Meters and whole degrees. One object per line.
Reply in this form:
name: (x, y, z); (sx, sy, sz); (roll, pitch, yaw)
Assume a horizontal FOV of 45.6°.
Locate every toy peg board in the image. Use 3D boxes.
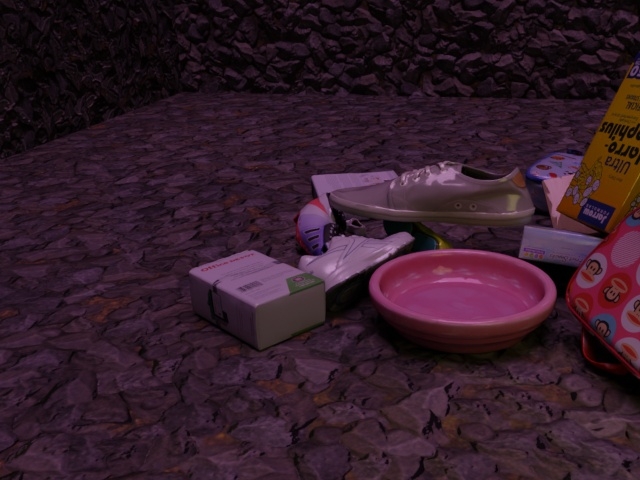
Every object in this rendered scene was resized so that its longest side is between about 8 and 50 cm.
toy peg board: (0.613, -0.069, 1.769); (0.160, 0.079, 0.161); (-11, 60, 12)

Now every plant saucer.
plant saucer: (0.253, 0.110, 1.379); (0.332, 0.084, 0.332); (-1, 21, 0)

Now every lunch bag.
lunch bag: (0.515, 0.104, 1.181); (0.120, 0.258, 0.293); (30, 17, -23)
lunch bag: (0.679, -0.149, 1.987); (0.243, 0.115, 0.303); (14, 27, 31)

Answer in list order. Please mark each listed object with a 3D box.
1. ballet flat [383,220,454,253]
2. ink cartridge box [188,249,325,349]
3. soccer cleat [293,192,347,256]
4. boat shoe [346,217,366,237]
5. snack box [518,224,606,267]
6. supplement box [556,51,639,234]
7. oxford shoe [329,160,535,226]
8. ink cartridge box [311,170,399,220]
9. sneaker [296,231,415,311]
ballet flat: (0.225, -0.003, 1.719); (0.077, 0.077, 0.231); (11, 15, -30)
ink cartridge box: (-0.121, 0.104, 1.419); (0.160, 0.093, 0.219); (-18, 26, -37)
soccer cleat: (0.000, 0.000, 1.707); (0.116, 0.109, 0.318); (-29, 26, 11)
boat shoe: (0.084, -0.037, 1.854); (0.035, 0.035, 0.100); (-9, 22, -17)
snack box: (0.491, 0.014, 1.528); (0.174, 0.070, 0.207); (10, 3, 16)
supplement box: (0.657, -0.161, 1.475); (0.195, 0.357, 0.194); (22, 9, -17)
oxford shoe: (0.236, -0.108, 1.655); (0.449, 0.130, 0.169); (2, 15, 22)
ink cartridge box: (0.105, -0.122, 2.046); (0.239, 0.060, 0.275); (-3, 20, -5)
sneaker: (0.079, 0.031, 1.521); (0.129, 0.111, 0.297); (40, 39, 26)
